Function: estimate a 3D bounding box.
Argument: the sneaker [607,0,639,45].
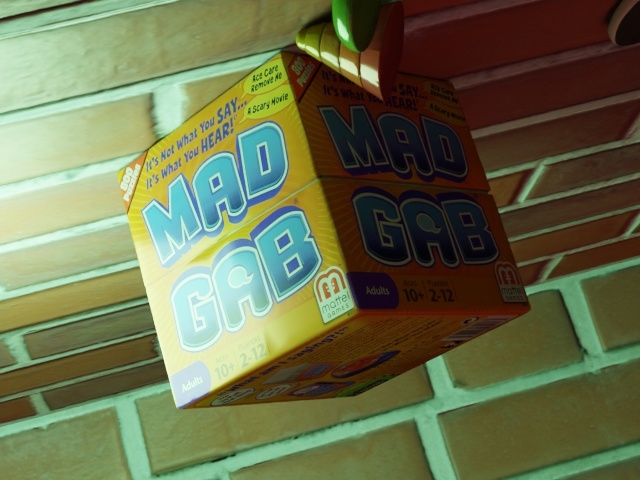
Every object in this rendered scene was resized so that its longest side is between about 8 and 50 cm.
[{"bbox_3d":[0.511,-0.295,1.825,0.104,0.147,0.296,-3,159,-43],"label":"sneaker"}]

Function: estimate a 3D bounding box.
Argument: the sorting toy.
[{"bbox_3d":[0.003,-0.272,1.556,0.126,0.127,0.365,10,166,16],"label":"sorting toy"}]

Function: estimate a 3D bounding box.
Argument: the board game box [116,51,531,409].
[{"bbox_3d":[0.000,0.000,1.902,0.356,0.356,0.356,2,155,-47],"label":"board game box"}]
